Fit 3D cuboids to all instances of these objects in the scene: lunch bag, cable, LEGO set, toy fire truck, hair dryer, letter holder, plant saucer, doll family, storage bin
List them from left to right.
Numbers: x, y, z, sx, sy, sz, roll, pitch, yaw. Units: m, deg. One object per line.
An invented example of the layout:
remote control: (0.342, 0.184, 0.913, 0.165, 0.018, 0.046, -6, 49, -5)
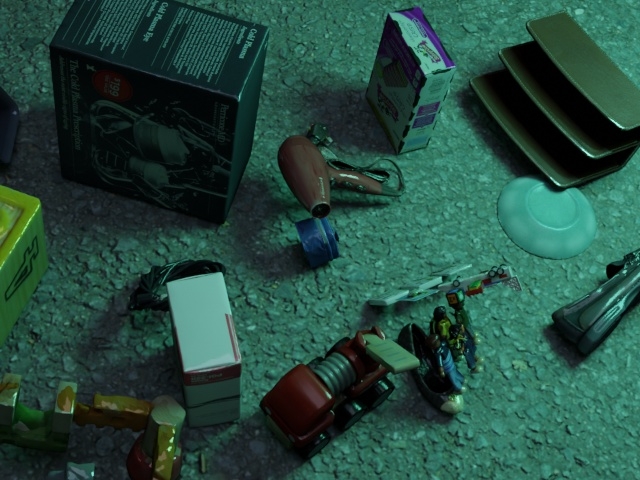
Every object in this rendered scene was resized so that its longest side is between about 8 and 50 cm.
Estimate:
storage bin: (-0.600, -0.195, 1.888, 0.091, 0.098, 0.135, -10, 56, 17)
cable: (-0.229, 0.063, 1.747, 0.150, 0.047, 0.184, -13, 16, 21)
lunch bag: (0.000, 0.000, 1.854, 0.065, 0.098, 0.067, -20, 64, 0)
hair dryer: (0.032, -0.124, 1.892, 0.223, 0.080, 0.293, 27, 35, 10)
toy fire truck: (0.038, 0.215, 1.630, 0.217, 0.246, 0.158, -33, 68, -26)
LEGO set: (0.210, 0.088, 1.772, 0.182, 0.244, 0.060, -21, 95, -21)
doll family: (0.218, 0.163, 1.756, 0.076, 0.111, 0.193, -22, 25, 11)
plant saucer: (0.430, -0.056, 1.995, 0.194, 0.037, 0.195, 4, 58, -7)
letter holder: (0.459, -0.271, 2.046, 0.214, 0.152, 0.302, -20, 62, -33)

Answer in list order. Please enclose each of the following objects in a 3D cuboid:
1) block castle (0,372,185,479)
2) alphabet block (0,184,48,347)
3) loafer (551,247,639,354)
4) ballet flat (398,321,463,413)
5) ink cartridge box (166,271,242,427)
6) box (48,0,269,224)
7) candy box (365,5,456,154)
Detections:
block castle: (-0.421, 0.363, 1.489, 0.453, 0.213, 0.303, 10, 45, -11)
alphabet block: (-0.558, 0.028, 1.680, 0.192, 0.197, 0.193, 18, 57, 3)
loafer: (0.530, 0.074, 1.891, 0.095, 0.109, 0.302, 39, 63, 20)
ballet flat: (0.182, 0.215, 1.772, 0.057, 0.049, 0.173, -23, 64, -23)
ink cartridge box: (-0.178, 0.173, 1.639, 0.092, 0.218, 0.159, -11, 60, -9)
box: (-0.272, -0.230, 1.805, 0.312, 0.343, 0.179, 16, 55, 1)
candy box: (0.163, -0.295, 1.985, 0.071, 0.233, 0.159, -16, 61, -18)
